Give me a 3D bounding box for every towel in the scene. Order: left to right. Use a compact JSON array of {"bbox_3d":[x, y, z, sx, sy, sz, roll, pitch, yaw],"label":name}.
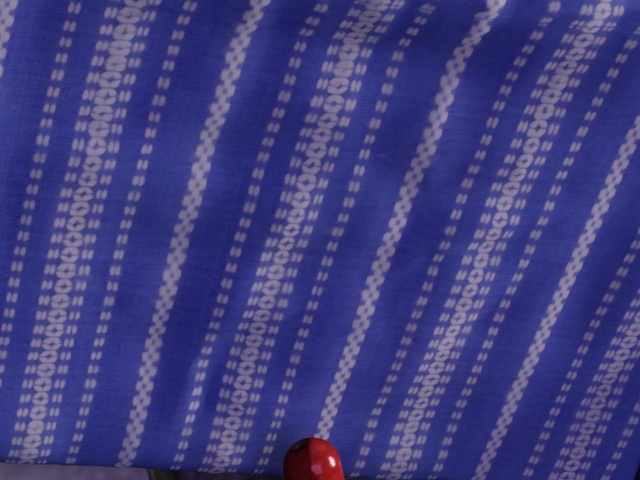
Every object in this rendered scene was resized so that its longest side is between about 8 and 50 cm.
[{"bbox_3d":[0.000,0.000,0.534,0.336,0.040,0.243,6,128,-18],"label":"towel"}]

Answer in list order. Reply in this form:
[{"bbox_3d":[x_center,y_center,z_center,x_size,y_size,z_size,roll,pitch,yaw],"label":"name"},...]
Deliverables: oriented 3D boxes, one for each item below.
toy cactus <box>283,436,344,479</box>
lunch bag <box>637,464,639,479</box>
[{"bbox_3d":[-0.031,0.195,0.573,0.219,0.112,0.180,-51,120,-16],"label":"toy cactus"},{"bbox_3d":[0.267,0.056,0.681,0.243,0.115,0.303,13,87,-23],"label":"lunch bag"}]
